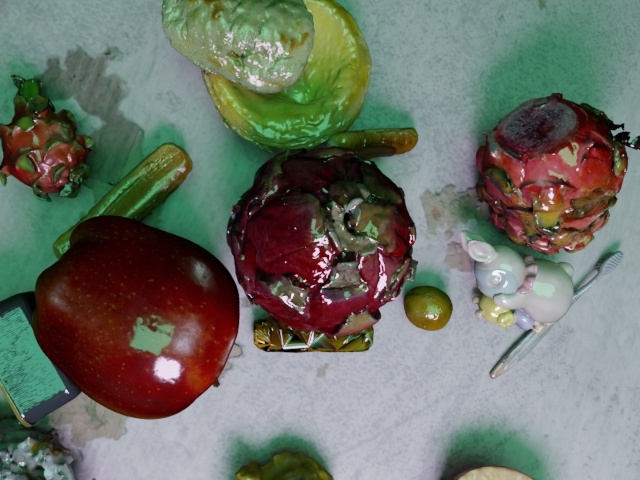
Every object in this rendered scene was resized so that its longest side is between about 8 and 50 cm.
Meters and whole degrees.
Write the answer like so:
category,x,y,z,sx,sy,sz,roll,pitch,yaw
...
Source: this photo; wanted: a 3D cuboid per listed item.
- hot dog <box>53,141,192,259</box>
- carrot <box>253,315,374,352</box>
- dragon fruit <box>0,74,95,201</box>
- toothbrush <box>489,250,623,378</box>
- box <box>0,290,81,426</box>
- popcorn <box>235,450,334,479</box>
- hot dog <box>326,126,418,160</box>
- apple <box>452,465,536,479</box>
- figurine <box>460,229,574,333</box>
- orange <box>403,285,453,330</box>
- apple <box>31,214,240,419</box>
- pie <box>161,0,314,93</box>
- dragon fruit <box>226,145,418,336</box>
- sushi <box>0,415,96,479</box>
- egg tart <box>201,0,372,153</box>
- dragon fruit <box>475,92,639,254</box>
category,x,y,z,sx,sy,sz,roll,pitch,yaw
hot dog,-0.344,-0.061,0.981,0.285,0.061,0.088,-39,93,-6
carrot,-0.010,0.176,1.034,0.228,0.069,0.069,4,89,-11
dragon fruit,-0.471,-0.174,0.924,0.135,0.137,0.236,-25,92,20
toothbrush,0.479,0.149,1.133,0.375,0.037,0.028,-42,95,-7
box,-0.471,0.185,0.917,0.090,0.144,0.201,-29,93,-13
popcorn,-0.065,0.480,0.973,0.189,0.218,0.170,10,132,6
hot dog,0.101,-0.172,1.022,0.215,0.066,0.047,-11,66,-41
apple,0.294,0.566,1.031,0.251,0.163,0.293,32,71,0
figurine,0.348,0.078,1.064,0.235,0.127,0.155,20,122,-13
orange,0.203,0.127,1.062,0.095,0.085,0.085,27,85,-1
apple,-0.274,0.115,0.879,0.316,0.288,0.288,32,84,-7
pie,-0.124,-0.358,0.891,0.247,0.090,0.201,22,81,-11
dragon fruit,0.002,-0.002,0.918,0.328,0.329,0.330,0,89,-10
sushi,-0.542,0.477,0.887,0.417,0.176,0.418,0,86,-2
egg tart,-0.061,-0.305,1.004,0.314,0.120,0.315,0,87,-11
dragon fruit,0.428,-0.106,1.021,0.269,0.250,0.291,-32,128,6
